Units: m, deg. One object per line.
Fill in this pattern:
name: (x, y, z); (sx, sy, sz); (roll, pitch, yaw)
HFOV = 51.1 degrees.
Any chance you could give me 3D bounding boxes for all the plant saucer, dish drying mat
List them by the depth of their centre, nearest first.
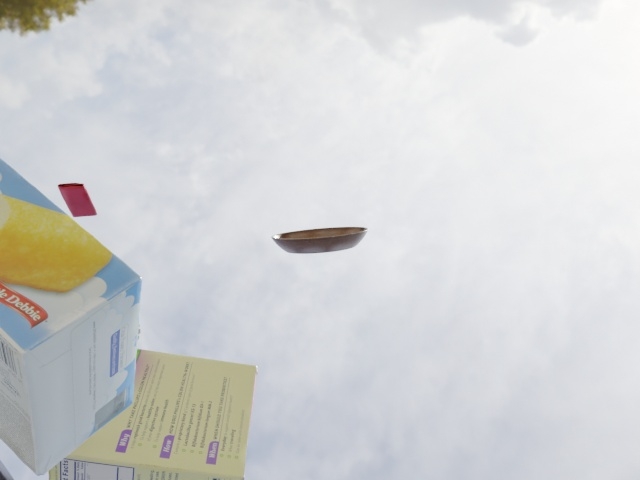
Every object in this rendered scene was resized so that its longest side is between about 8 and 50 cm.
dish drying mat: (-0.301, -0.050, 0.831); (0.032, 0.083, 0.008); (-6, -111, -10)
plant saucer: (0.000, 0.000, 1.358); (0.198, 0.036, 0.198); (-5, -173, 1)

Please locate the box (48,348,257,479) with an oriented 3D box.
box: (-0.222, 0.270, 0.936); (0.242, 0.117, 0.214); (10, -150, -6)

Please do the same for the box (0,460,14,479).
box: (-0.392, 0.242, 0.658); (0.225, 0.037, 0.136); (35, -114, 28)

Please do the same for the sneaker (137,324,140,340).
sneaker: (-0.419, 0.134, 1.366); (0.076, 0.167, 0.065); (-10, 178, -40)

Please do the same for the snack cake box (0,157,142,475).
snack cake box: (-0.252, 0.021, 0.478); (0.264, 0.152, 0.089); (36, -133, 18)
